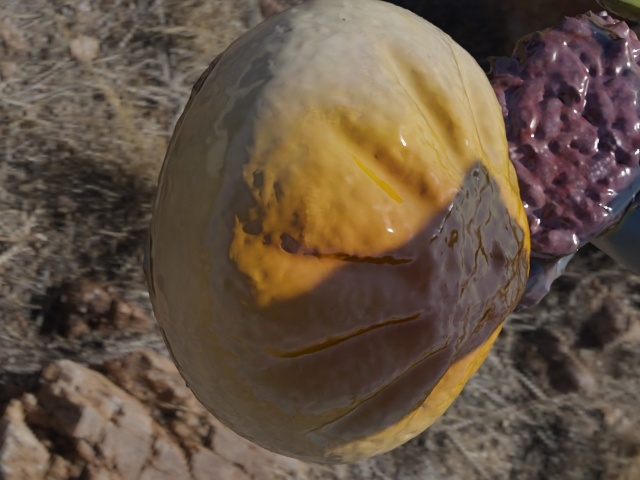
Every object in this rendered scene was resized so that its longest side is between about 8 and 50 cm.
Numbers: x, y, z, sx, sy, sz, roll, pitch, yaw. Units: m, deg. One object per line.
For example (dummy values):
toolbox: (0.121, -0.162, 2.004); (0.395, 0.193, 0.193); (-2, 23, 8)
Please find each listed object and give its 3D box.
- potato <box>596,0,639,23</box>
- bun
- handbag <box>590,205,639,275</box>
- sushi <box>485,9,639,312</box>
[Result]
potato: (0.408, -0.282, 1.644); (0.119, 0.198, 0.054); (-73, 169, -46)
bun: (0.041, 0.000, 0.867); (0.299, 0.165, 0.298); (-20, 116, -50)
handbag: (0.414, -0.066, 1.430); (0.241, 0.222, 0.263); (30, 87, -4)
sushi: (0.195, -0.061, 1.187); (0.270, 0.236, 0.171); (-37, 77, -12)
